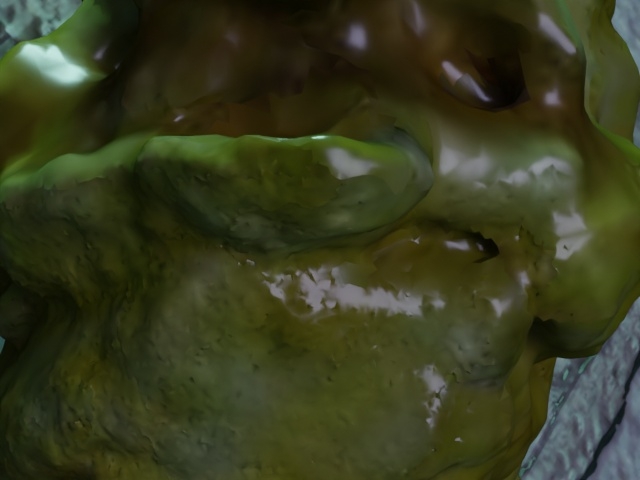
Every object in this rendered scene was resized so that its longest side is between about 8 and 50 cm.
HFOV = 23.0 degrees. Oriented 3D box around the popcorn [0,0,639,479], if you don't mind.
[{"bbox_3d":[0.000,0.000,0.504,0.242,0.235,0.250,2,86,-56],"label":"popcorn"}]
